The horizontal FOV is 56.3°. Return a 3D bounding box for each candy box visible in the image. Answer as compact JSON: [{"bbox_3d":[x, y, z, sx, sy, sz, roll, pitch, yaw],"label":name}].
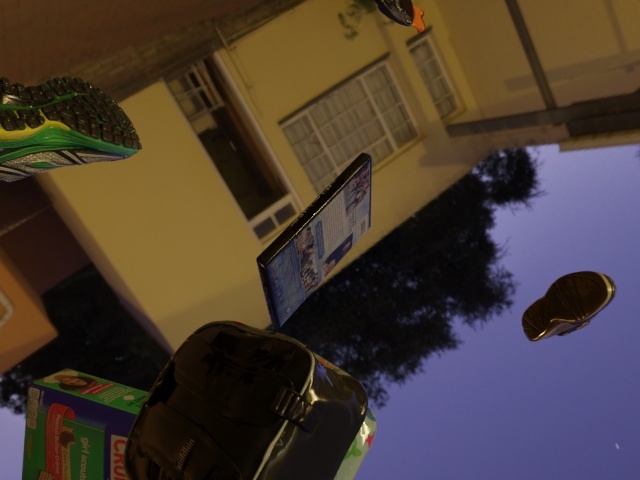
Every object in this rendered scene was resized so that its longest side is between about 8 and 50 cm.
[{"bbox_3d":[-0.429,0.430,1.199,0.317,0.268,0.122,10,-171,15],"label":"candy box"}]

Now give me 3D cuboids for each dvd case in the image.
[{"bbox_3d":[0.000,0.000,0.931,0.022,0.180,0.253,31,-119,24],"label":"dvd case"}]

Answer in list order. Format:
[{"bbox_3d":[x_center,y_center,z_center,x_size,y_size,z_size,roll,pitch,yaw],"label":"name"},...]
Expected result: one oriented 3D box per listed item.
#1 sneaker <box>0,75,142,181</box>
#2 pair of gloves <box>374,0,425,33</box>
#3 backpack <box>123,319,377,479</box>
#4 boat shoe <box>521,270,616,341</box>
[{"bbox_3d":[-0.428,-0.163,0.906,0.146,0.134,0.344,-41,160,31],"label":"sneaker"},{"bbox_3d":[0.054,-0.203,0.453,0.010,0.083,0.074,-12,167,39],"label":"pair of gloves"},{"bbox_3d":[-0.083,0.207,0.638,0.254,0.191,0.225,10,-116,46],"label":"backpack"},{"bbox_3d":[0.292,0.075,0.695,0.049,0.056,0.152,-5,157,-19],"label":"boat shoe"}]
